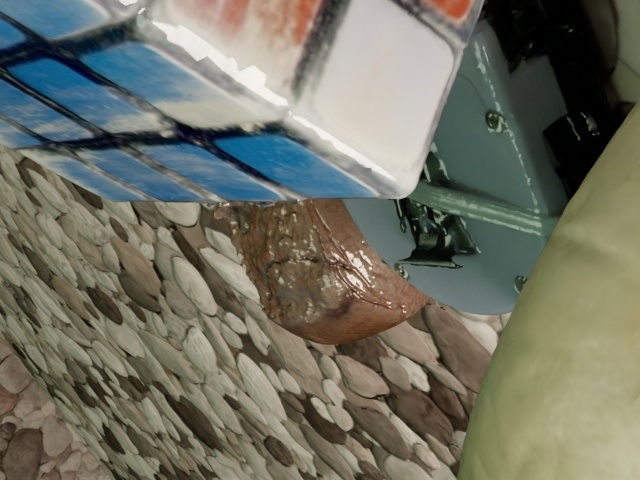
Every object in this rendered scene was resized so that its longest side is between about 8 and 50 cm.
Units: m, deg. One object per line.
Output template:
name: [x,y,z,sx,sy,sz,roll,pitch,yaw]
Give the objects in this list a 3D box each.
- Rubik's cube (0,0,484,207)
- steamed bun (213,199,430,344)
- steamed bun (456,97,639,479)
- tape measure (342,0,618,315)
Rubik's cube: [-0.084,-0.178,0.426,0.256,0.253,0.259,30,163,-33]
steamed bun: [0.000,0.000,0.781,0.175,0.106,0.145,54,153,-5]
steamed bun: [0.203,0.079,0.408,0.290,0.272,0.273,22,143,31]
tape measure: [0.085,-0.046,0.599,0.182,0.107,0.181,-7,113,56]
